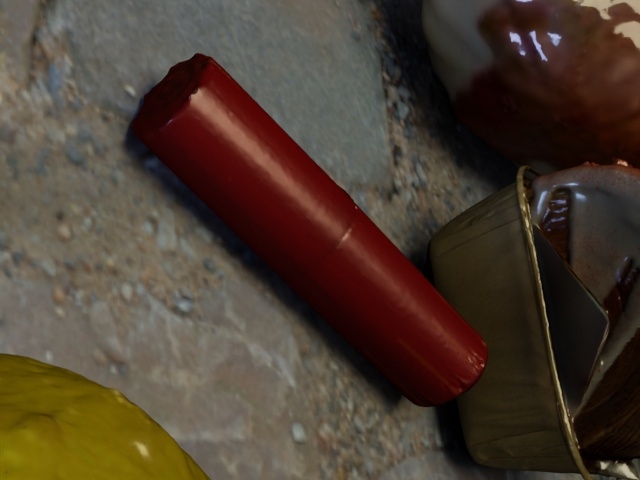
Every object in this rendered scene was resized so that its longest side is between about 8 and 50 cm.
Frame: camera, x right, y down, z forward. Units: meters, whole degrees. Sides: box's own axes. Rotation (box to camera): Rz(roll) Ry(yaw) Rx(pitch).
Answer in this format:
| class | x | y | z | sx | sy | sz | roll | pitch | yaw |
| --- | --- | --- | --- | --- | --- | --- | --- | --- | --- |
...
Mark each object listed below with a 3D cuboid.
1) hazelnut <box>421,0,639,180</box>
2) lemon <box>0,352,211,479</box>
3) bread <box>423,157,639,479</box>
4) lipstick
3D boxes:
| class | x | y | z | sx | sy | sz | roll | pitch | yaw |
| --- | --- | --- | --- | --- | --- | --- | --- | --- | --- |
| hazelnut | 0.210 | -0.164 | 1.275 | 0.261 | 0.241 | 0.261 | 30 | 51 | -47 |
| lemon | -0.149 | 0.178 | 0.642 | 0.260 | 0.260 | 0.284 | 52 | 19 | -18 |
| bread | 0.183 | 0.052 | 1.144 | 0.142 | 0.211 | 0.224 | 17 | 59 | -60 |
| lipstick | -0.001 | 0.000 | 1.066 | 0.280 | 0.073 | 0.073 | 46 | 42 | -26 |
